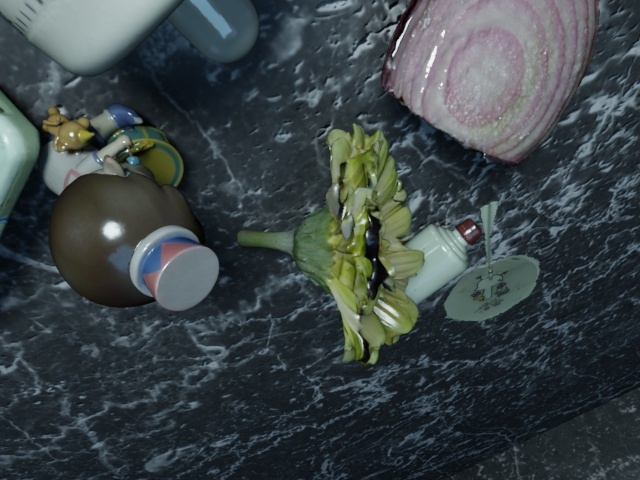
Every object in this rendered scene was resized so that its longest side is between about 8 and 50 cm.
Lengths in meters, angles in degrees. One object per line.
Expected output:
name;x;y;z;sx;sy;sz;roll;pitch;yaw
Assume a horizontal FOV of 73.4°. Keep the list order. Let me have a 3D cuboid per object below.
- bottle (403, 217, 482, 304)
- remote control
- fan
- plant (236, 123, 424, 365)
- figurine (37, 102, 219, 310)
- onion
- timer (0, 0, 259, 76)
bottle;0.183;0.048;0.784;0.245;0.104;0.104;-41;132;21
remote control;-0.426;-0.032;0.501;0.128;0.065;0.335;45;115;2
fan;0.366;0.067;0.926;0.233;0.012;0.414;-25;136;4
plant;0.023;-0.009;0.576;0.297;0.305;0.261;18;160;1
figurine;-0.203;-0.027;0.463;0.158;0.275;0.161;-7;140;-33
onion;0.199;-0.237;0.526;0.250;0.111;0.247;24;98;-23
timer;-0.128;-0.223;0.332;0.233;0.233;0.240;-36;130;16
